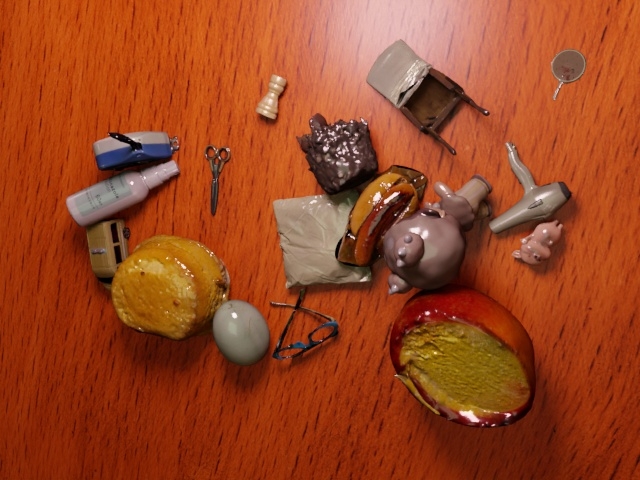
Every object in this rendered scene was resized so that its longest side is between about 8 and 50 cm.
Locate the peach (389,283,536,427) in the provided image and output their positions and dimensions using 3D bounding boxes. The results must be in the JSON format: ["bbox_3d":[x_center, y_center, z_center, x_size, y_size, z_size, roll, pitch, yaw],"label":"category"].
[{"bbox_3d":[0.382,0.298,1.542,0.406,0.310,0.335,33,111,1],"label":"peach"}]

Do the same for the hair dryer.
[{"bbox_3d":[0.523,-0.119,1.555,0.225,0.088,0.219,44,112,18],"label":"hair dryer"}]

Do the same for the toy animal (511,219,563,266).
[{"bbox_3d":[0.597,0.010,1.553,0.083,0.089,0.150,46,113,25],"label":"toy animal"}]

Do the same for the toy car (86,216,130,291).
[{"bbox_3d":[-0.693,0.055,1.891,0.101,0.124,0.256,-3,98,18],"label":"toy car"}]

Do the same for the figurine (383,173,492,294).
[{"bbox_3d":[0.313,-0.016,1.493,0.203,0.248,0.381,40,64,18],"label":"figurine"}]

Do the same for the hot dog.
[{"bbox_3d":[0.178,-0.057,1.597,0.194,0.107,0.325,20,96,-3],"label":"hot dog"}]

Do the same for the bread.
[{"bbox_3d":[-0.472,0.163,1.809,0.359,0.204,0.336,9,108,11],"label":"bread"}]

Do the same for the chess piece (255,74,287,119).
[{"bbox_3d":[-0.142,-0.423,1.687,0.066,0.066,0.122,23,100,11],"label":"chess piece"}]

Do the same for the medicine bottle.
[{"bbox_3d":[-0.611,-0.161,1.806,0.352,0.110,0.110,-26,92,-3],"label":"medicine bottle"}]

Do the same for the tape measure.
[{"bbox_3d":[-0.591,-0.263,1.689,0.216,0.351,0.097,-11,95,15],"label":"tape measure"}]

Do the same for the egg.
[{"bbox_3d":[-0.245,0.285,1.776,0.168,0.168,0.230,-9,120,17],"label":"egg"}]

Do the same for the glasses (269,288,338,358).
[{"bbox_3d":[-0.079,0.258,1.767,0.239,0.102,0.206,-35,89,19],"label":"glasses"}]

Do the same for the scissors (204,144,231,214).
[{"bbox_3d":[-0.330,-0.189,1.804,0.088,0.017,0.220,10,103,13],"label":"scissors"}]

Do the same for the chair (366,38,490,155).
[{"bbox_3d":[0.279,-0.388,1.542,0.186,0.319,0.160,24,113,-36],"label":"chair"}]

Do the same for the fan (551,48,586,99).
[{"bbox_3d":[0.635,-0.431,1.495,0.085,0.005,0.133,23,104,10],"label":"fan"}]

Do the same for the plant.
[{"bbox_3d":[0.050,-0.251,1.603,0.178,0.204,0.233,-20,79,-20],"label":"plant"}]

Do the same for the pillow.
[{"bbox_3d":[0.001,0.001,1.713,0.275,0.076,0.280,-7,97,16],"label":"pillow"}]
